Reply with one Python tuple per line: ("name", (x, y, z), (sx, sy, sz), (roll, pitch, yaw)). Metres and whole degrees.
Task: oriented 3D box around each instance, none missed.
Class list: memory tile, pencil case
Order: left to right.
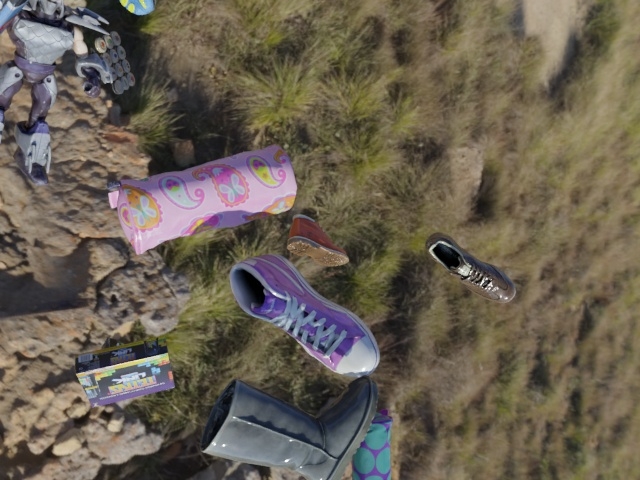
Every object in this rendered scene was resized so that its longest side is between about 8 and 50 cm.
("memory tile", (-0.552, -0.480, 1.354), (0.113, 0.012, 0.148), (-72, 154, -55))
("pencil case", (-0.181, -0.072, 0.802), (0.284, 0.124, 0.124), (-18, 106, -23))
("pencil case", (0.085, 0.352, 0.797), (0.070, 0.064, 0.152), (5, 83, -44))

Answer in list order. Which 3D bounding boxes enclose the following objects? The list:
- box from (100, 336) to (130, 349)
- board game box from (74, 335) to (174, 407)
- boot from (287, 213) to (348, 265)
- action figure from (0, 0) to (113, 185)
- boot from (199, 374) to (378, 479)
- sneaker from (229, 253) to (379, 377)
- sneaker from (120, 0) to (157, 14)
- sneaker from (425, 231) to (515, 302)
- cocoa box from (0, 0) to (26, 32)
("box", (-0.578, 0.323, 1.421), (0.083, 0.052, 0.062), (25, 109, -29))
("board game box", (-0.393, 0.269, 1.021), (0.170, 0.048, 0.141), (-11, 137, -17))
("boot", (0.000, 0.000, 1.062), (0.158, 0.059, 0.085), (27, 49, -36))
("action figure", (-0.381, -0.215, 0.661), (0.185, 0.099, 0.285), (7, 131, -41))
("boot", (-0.037, 0.241, 0.704), (0.208, 0.076, 0.190), (32, 73, -15))
("sneaker", (-0.036, 0.133, 0.812), (0.102, 0.282, 0.161), (-55, 165, 11))
("sneaker", (-0.333, -0.465, 0.818), (0.188, 0.067, 0.078), (61, 20, -27))
("sneaker", (0.269, 0.058, 0.919), (0.066, 0.188, 0.071), (-59, 168, 22))
("cocoa box", (-0.311, -0.253, 0.337), (0.228, 0.347, 0.231), (-46, 129, 7))
